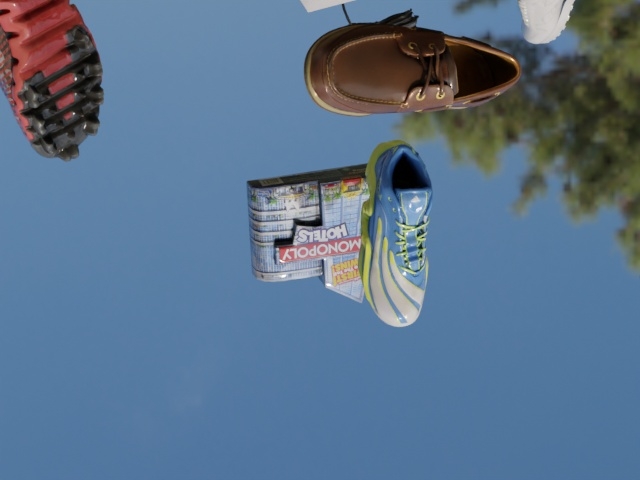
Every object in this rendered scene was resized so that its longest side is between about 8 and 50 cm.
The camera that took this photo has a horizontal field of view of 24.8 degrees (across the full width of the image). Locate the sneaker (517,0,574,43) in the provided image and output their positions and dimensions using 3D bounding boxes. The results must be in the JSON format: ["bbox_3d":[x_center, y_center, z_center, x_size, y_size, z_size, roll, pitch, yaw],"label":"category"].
[{"bbox_3d":[0.341,-0.383,2.272,0.095,0.235,0.090,-13,-113,-13],"label":"sneaker"}]

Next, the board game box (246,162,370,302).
[{"bbox_3d":[0.000,0.000,2.063,0.194,0.194,0.060,-9,-157,-14],"label":"board game box"}]

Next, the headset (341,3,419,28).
[{"bbox_3d":[0.068,-0.469,2.073,0.185,0.394,0.243,-15,-151,-27],"label":"headset"}]

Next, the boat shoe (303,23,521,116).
[{"bbox_3d":[0.066,-0.119,1.001,0.178,0.064,0.060,-5,-177,-42],"label":"boat shoe"}]

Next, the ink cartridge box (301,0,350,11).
[{"bbox_3d":[0.065,-0.383,1.592,0.232,0.171,0.168,-9,-142,35],"label":"ink cartridge box"}]

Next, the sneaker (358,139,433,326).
[{"bbox_3d":[0.096,-0.012,1.834,0.091,0.240,0.126,-4,175,-7],"label":"sneaker"}]

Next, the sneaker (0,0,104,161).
[{"bbox_3d":[-0.288,-0.208,1.390,0.097,0.276,0.135,-33,-141,-30],"label":"sneaker"}]
